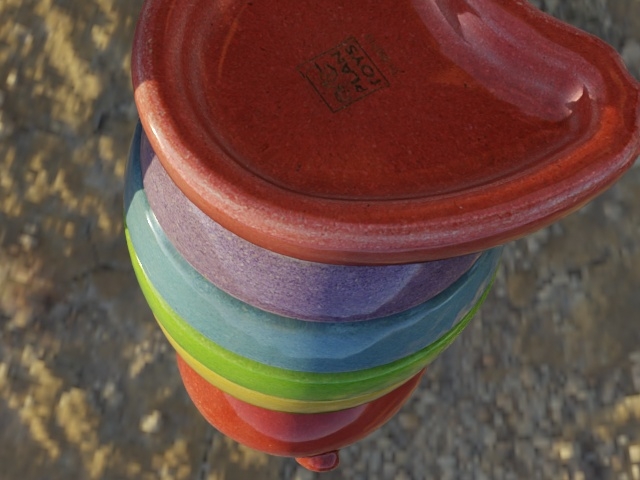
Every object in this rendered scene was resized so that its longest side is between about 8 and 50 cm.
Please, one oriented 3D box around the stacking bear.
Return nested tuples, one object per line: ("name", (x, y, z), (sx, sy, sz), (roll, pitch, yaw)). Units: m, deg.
("stacking bear", (0.000, 0.000, 0.817), (0.164, 0.175, 0.289), (-29, 159, -19))
